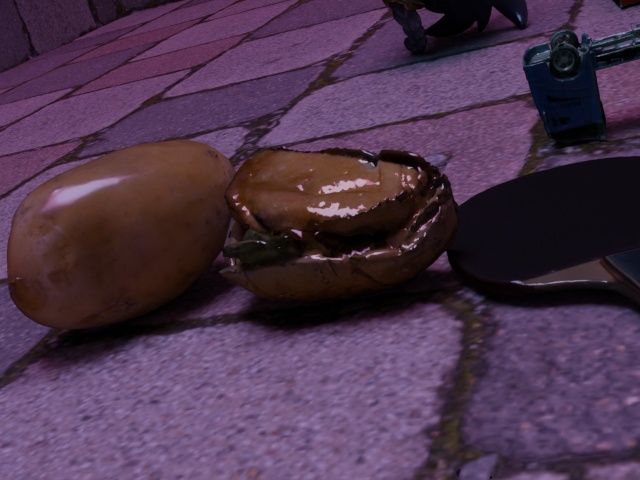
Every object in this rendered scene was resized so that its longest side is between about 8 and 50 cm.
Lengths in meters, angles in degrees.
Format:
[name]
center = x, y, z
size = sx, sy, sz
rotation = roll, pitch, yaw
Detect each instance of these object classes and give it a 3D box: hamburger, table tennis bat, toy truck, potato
[hamburger]
center = -0.007, 0.003, 0.598
size = 0.176, 0.087, 0.102
rotation = 9, 43, 39
[table tennis bat]
center = 0.165, 0.000, 0.539
size = 0.173, 0.022, 0.301
rotation = -17, 19, 0
[toy truck]
center = 0.246, -0.131, 0.727
size = 0.175, 0.081, 0.067
rotation = -13, 21, 19
[potato]
center = -0.134, -0.004, 0.661
size = 0.178, 0.109, 0.118
rotation = -26, -6, -31

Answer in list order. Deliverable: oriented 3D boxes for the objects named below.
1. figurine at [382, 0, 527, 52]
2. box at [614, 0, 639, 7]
[figurine]
center = 0.147, -0.351, 1.201
size = 0.175, 0.265, 0.197
rotation = -21, 43, 29
[box]
center = 0.428, -0.397, 1.145
size = 0.194, 0.178, 0.148
rotation = -13, 21, 13
